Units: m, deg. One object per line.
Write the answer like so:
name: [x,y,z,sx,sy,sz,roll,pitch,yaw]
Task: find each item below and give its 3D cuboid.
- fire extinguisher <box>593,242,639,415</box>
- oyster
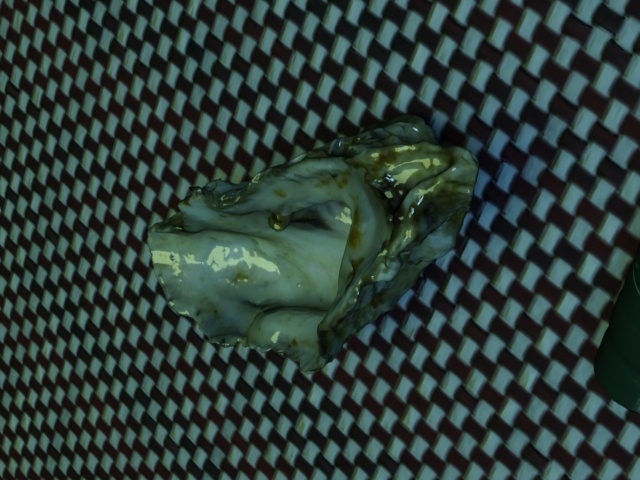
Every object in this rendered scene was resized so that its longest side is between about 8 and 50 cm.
fire extinguisher: [0.237,-0.041,0.715,0.114,0.095,0.311,43,129,44]
oyster: [0.002,-0.003,0.942,0.341,0.110,0.166,-38,71,46]
